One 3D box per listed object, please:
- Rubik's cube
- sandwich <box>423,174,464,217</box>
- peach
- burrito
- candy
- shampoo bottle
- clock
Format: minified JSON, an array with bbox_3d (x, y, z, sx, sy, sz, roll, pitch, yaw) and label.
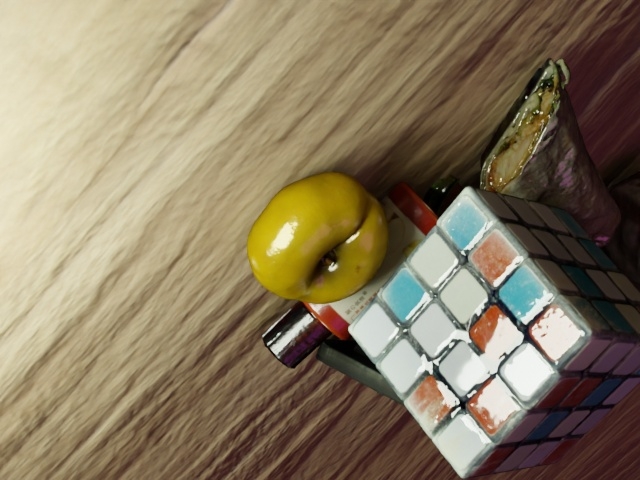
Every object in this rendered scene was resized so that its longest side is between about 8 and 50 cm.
[{"bbox_3d":[0.240,0.116,1.657,0.253,0.256,0.259,-50,149,21],"label":"Rubik's cube"},{"bbox_3d":[0.168,-0.049,1.800,0.069,0.026,0.101,-45,153,0],"label":"sandwich"},{"bbox_3d":[0.000,0.000,1.587,0.179,0.103,0.179,-19,136,-19],"label":"peach"},{"bbox_3d":[0.302,-0.076,1.796,0.175,0.107,0.348,-36,137,-4],"label":"burrito"},{"bbox_3d":[0.530,0.012,2.091,0.157,0.214,0.289,-31,145,-17],"label":"candy"},{"bbox_3d":[0.041,0.054,1.712,0.278,0.104,0.104,-44,149,5],"label":"shampoo bottle"},{"bbox_3d":[0.170,0.197,1.888,0.273,0.279,0.049,7,104,-52],"label":"clock"}]
